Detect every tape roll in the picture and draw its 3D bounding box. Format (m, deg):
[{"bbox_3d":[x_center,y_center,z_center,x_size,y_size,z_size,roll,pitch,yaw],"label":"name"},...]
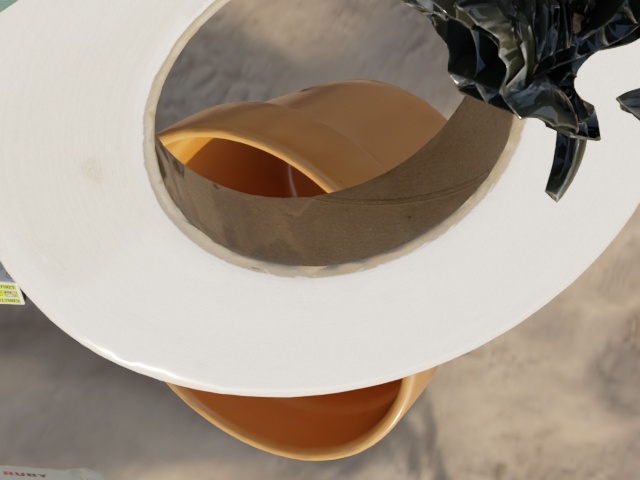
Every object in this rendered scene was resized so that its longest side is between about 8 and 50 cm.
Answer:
[{"bbox_3d":[0.001,-0.081,1.023,0.392,0.072,0.392,-8,129,-9],"label":"tape roll"}]

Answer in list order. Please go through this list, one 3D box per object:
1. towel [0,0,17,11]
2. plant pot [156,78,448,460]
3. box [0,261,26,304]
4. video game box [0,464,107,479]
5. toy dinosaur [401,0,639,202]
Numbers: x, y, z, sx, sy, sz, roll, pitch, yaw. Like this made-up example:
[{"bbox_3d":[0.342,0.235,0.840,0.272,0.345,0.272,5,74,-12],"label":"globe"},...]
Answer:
[{"bbox_3d":[-0.176,-0.161,0.636,0.038,0.248,0.325,45,163,28],"label":"towel"},{"bbox_3d":[0.000,0.000,1.538,0.291,0.203,0.291,19,127,27],"label":"plant pot"},{"bbox_3d":[-0.261,-0.055,1.418,0.114,0.207,0.036,3,152,3],"label":"box"},{"bbox_3d":[-0.189,0.185,0.769,0.187,0.048,0.205,7,101,-20],"label":"video game box"},{"bbox_3d":[0.165,-0.106,0.665,0.218,0.164,0.322,-46,118,-12],"label":"toy dinosaur"}]
